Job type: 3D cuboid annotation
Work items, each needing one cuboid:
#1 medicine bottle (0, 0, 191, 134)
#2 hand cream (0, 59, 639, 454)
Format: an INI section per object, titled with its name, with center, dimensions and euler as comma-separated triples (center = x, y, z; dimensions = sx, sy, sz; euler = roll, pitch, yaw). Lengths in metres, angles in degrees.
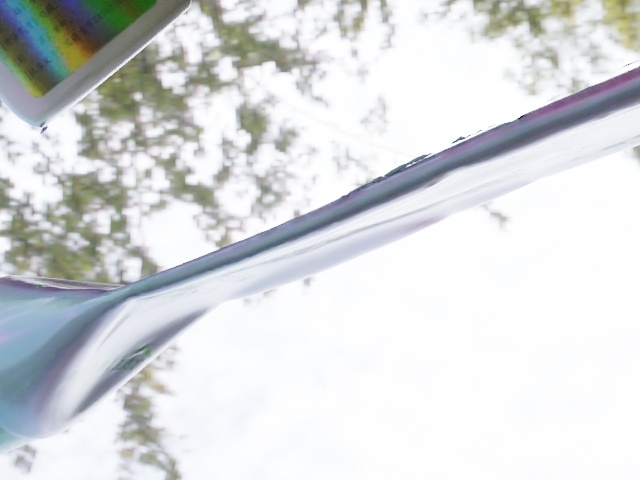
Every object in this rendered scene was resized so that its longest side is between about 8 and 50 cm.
[medicine bottle]
center = -0.174, -0.173, 0.802
dimensions = 0.115, 0.078, 0.219
euler = -39, -79, 3
[hand cream]
center = 0.000, -0.001, 0.422
dimensions = 0.050, 0.275, 0.079
euler = 62, -160, -18
